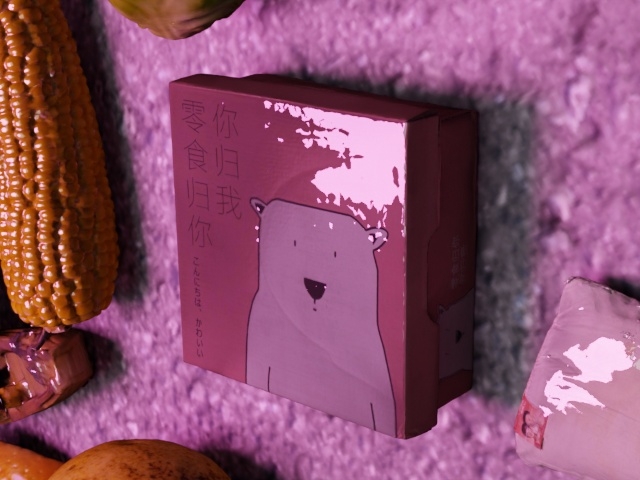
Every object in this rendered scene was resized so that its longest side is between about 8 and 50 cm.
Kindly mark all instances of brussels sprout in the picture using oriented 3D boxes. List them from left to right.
[{"bbox_3d":[-0.089,-0.202,0.857,0.117,0.155,0.155,39,126,25],"label":"brussels sprout"}]

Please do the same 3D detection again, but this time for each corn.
[{"bbox_3d":[-0.224,-0.066,1.052,0.101,0.101,0.310,2,103,42],"label":"corn"}]

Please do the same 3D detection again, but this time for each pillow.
[{"bbox_3d":[0.221,0.113,0.740,0.229,0.051,0.128,22,110,34],"label":"pillow"}]

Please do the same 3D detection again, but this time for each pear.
[{"bbox_3d":[-0.134,0.251,1.013,0.197,0.197,0.197,15,113,38],"label":"pear"}]

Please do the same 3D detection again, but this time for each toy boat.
[{"bbox_3d":[-0.326,0.134,1.190,0.321,0.121,0.089,-14,93,44],"label":"toy boat"}]

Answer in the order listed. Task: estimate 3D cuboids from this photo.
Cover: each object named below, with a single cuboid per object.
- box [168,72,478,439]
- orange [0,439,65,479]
[{"bbox_3d":[0.000,0.000,0.878,0.215,0.086,0.215,14,112,39],"label":"box"},{"bbox_3d":[-0.307,0.352,1.228,0.262,0.196,0.335,1,98,28],"label":"orange"}]
